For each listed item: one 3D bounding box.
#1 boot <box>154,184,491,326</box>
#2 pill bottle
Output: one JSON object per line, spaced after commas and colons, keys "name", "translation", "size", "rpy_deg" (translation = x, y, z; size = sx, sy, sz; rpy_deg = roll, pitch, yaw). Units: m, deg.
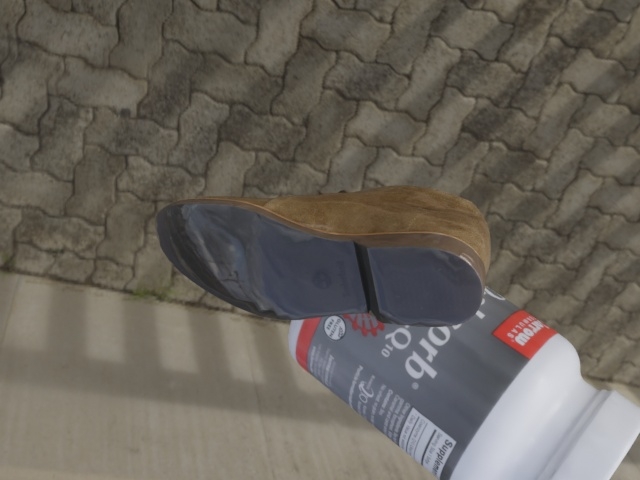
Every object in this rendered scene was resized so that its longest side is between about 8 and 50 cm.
{"name": "boot", "translation": [0.000, 0.000, 0.638], "size": [0.305, 0.115, 0.112], "rpy_deg": [7, 127, 18]}
{"name": "pill bottle", "translation": [0.157, 0.155, 0.806], "size": [0.210, 0.363, 0.210], "rpy_deg": [-41, 151, -28]}
